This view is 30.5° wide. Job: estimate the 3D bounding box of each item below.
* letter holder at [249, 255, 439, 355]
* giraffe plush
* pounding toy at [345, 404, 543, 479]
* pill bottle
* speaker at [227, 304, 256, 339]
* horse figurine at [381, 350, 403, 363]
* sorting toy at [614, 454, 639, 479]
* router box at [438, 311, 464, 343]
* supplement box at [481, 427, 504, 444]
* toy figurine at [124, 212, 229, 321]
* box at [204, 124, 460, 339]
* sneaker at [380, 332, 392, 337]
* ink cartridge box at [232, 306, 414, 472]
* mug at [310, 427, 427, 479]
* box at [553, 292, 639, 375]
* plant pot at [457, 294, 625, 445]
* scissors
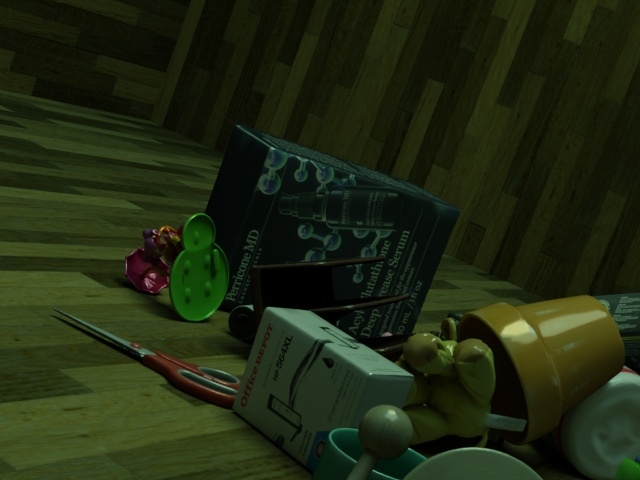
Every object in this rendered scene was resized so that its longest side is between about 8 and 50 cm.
[{"bbox_3d":[0.052,0.100,1.833,0.214,0.152,0.302,-6,-1,21],"label":"letter holder"},{"bbox_3d":[0.175,0.196,1.672,0.210,0.181,0.170,26,15,-18],"label":"giraffe plush"},{"bbox_3d":[0.113,0.282,1.135,0.237,0.183,0.110,29,-14,-2],"label":"pounding toy"},{"bbox_3d":[0.405,0.247,1.921,0.176,0.176,0.318,17,9,-22],"label":"pill bottle"},{"bbox_3d":[-0.095,0.129,1.897,0.055,0.055,0.136,24,9,22],"label":"speaker"},{"bbox_3d":[0.141,0.217,1.875,0.174,0.066,0.263,28,7,7],"label":"horse figurine"},{"bbox_3d":[0.530,0.391,1.536,0.196,0.047,0.347,22,9,-44],"label":"sorting toy"},{"bbox_3d":[0.240,0.179,1.863,0.038,0.092,0.122,13,11,-44],"label":"router box"},{"bbox_3d":[0.259,0.271,1.839,0.083,0.056,0.083,22,9,11],"label":"supplement box"},{"bbox_3d":[-0.248,0.031,1.879,0.159,0.173,0.130,11,19,38],"label":"toy figurine"},{"bbox_3d":[0.000,0.000,2.117,0.395,0.294,0.212,16,9,-25],"label":"box"},{"bbox_3d":[0.131,0.203,2.038,0.057,0.047,0.119,-14,29,-41],"label":"sneaker"},{"bbox_3d":[-0.002,0.188,1.442,0.086,0.148,0.203,9,13,-45],"label":"ink cartridge box"},{"bbox_3d":[0.065,0.275,1.234,0.157,0.097,0.129,22,8,2],"label":"mug"},{"bbox_3d":[0.617,0.218,2.028,0.318,0.097,0.395,40,-27,-24],"label":"box"},{"bbox_3d":[0.332,0.171,1.721,0.188,0.205,0.205,-20,23,-16],"label":"plant pot"},{"bbox_3d":[-0.233,0.151,1.552,0.297,0.021,0.109,23,11,4],"label":"scissors"}]
